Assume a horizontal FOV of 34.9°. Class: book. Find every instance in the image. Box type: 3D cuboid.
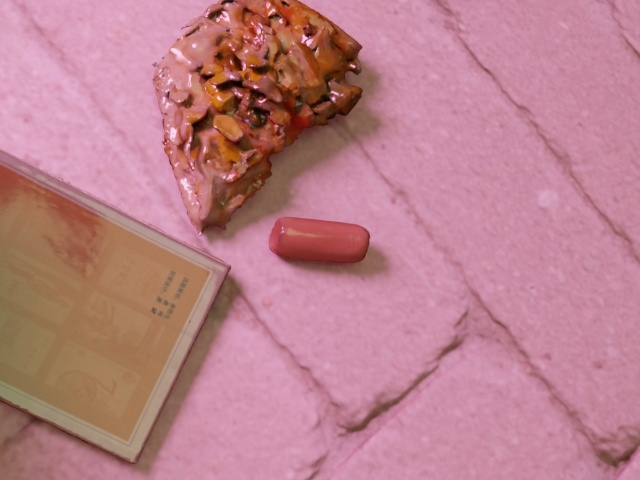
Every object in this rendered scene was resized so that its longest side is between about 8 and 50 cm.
[{"bbox_3d":[-0.206,0.035,0.744,0.241,0.018,0.170,28,65,-8],"label":"book"}]

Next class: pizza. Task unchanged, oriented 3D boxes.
[{"bbox_3d":[-0.061,-0.125,0.830,0.147,0.069,0.226,45,62,-2],"label":"pizza"}]

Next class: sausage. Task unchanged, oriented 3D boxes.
[{"bbox_3d":[0.000,0.000,0.825,0.083,0.034,0.034,6,69,-19],"label":"sausage"}]
